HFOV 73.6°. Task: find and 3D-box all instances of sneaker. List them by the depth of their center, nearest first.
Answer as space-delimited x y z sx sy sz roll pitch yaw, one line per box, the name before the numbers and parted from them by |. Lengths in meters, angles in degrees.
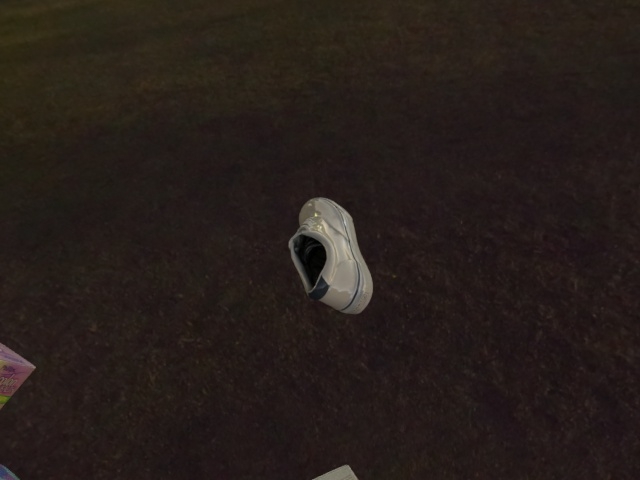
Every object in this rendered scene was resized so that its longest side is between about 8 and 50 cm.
sneaker | 0.000 0.000 0.647 0.091 0.094 0.258 25 22 -29

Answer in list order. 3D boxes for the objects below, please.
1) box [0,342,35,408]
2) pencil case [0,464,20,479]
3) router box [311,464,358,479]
box | -0.557 0.231 0.563 0.117 0.213 0.243 32 66 4
pencil case | -0.372 0.205 0.358 0.306 0.133 0.119 31 41 5
router box | -0.111 0.399 0.460 0.301 0.335 0.082 -46 60 7
